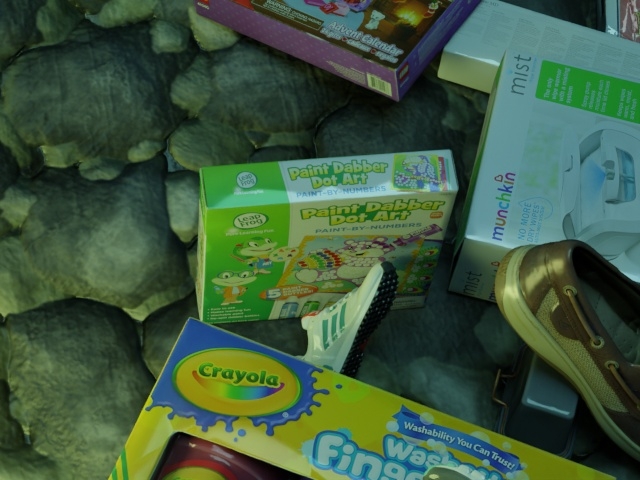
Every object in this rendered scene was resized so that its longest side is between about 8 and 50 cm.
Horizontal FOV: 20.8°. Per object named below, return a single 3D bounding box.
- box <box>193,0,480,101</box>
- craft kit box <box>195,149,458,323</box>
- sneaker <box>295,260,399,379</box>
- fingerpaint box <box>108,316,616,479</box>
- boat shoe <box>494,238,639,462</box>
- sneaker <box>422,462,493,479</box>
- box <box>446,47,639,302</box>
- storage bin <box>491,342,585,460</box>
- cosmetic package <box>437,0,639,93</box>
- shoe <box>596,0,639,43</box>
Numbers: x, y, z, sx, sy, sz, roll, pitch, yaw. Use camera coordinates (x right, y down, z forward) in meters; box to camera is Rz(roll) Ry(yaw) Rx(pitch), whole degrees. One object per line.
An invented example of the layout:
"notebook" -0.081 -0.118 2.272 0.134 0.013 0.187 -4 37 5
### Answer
"box" 0.022 -0.297 2.038 0.293 0.057 0.201 26 60 24
"craft kit box" 0.000 0.000 1.780 0.250 0.246 0.061 -5 58 -7
"sneaker" 0.018 0.082 1.798 0.075 0.161 0.057 33 23 21
"fingerpaint box" 0.005 0.326 1.628 0.445 0.163 0.371 21 59 7
"boat shoe" 0.327 0.117 1.732 0.342 0.123 0.123 44 52 -17
"sneaker" 0.150 0.266 1.550 0.166 0.065 0.076 39 64 15
"box" 0.279 -0.052 1.910 0.231 0.127 0.262 15 59 2
"storage bin" 0.232 0.148 1.801 0.098 0.091 0.135 17 58 5
"cosmetic package" 0.266 -0.206 2.038 0.239 0.060 0.099 18 60 7
"shoe" 0.379 -0.297 2.106 0.081 0.063 0.178 6 64 -3
